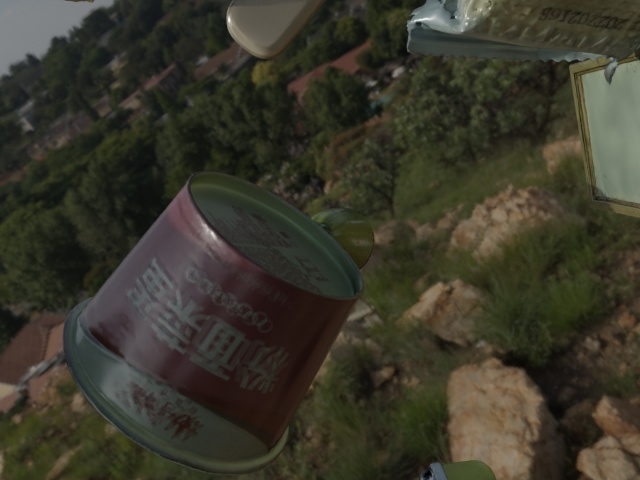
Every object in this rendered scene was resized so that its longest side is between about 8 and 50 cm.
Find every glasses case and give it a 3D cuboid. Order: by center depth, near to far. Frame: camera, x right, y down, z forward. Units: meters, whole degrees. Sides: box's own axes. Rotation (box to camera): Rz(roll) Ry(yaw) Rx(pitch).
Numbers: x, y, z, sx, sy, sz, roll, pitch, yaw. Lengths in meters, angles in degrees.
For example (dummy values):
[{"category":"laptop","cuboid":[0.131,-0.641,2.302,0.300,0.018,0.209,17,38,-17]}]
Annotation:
[{"category":"glasses case","cuboid":[-0.029,-0.302,0.885,0.196,0.083,0.050,-49,11,4]}]

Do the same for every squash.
[{"category":"squash","cuboid":[0.005,-0.004,1.053,0.105,0.105,0.132,-29,-15,17]}]

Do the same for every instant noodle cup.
[{"category":"instant noodle cup","cuboid":[-0.084,0.060,0.678,0.178,0.234,0.235,-56,17,18]}]

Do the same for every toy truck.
[{"category":"toy truck","cuboid":[0.137,0.260,0.705,0.077,0.111,0.076,-9,21,-5]}]

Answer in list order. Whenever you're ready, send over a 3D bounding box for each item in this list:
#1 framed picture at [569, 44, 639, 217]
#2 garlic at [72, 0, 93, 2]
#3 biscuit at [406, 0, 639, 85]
[{"category":"framed picture","cuboid":[0.250,-0.085,0.617,0.010,0.136,0.201,-11,7,1]},{"category":"garlic","cuboid":[-0.257,-0.381,0.860,0.245,0.164,0.145,-57,10,-24]},{"category":"biscuit","cuboid":[0.176,-0.222,0.429,0.309,0.186,0.079,118,148,-53]}]
